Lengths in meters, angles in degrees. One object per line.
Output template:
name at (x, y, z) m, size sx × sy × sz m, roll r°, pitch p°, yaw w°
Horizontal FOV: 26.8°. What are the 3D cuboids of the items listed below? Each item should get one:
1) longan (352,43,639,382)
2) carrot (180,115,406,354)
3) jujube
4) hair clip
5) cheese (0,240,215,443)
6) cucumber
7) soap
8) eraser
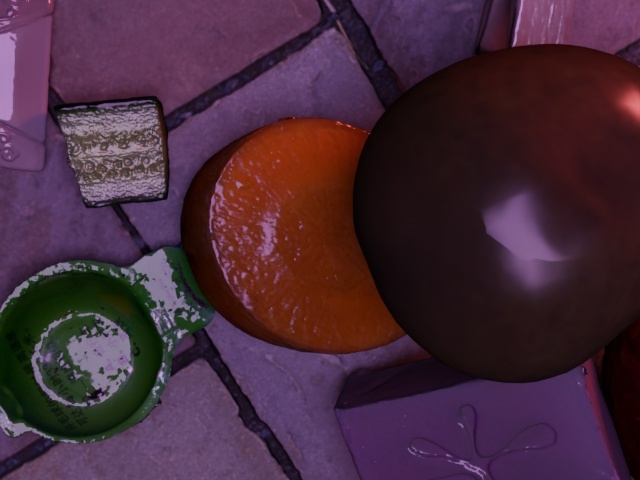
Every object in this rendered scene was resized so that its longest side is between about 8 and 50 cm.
longan at (0.212, -0.030, 1.341) m, size 0.361 × 0.361 × 0.360 m, roll -1°, pitch 101°, yaw -7°
carrot at (0.000, 0.000, 1.478) m, size 0.307 × 0.100 × 0.258 m, roll 24°, pitch 89°, yaw -22°
jujube at (0.410, 0.171, 1.518) m, size 0.197 × 0.197 × 0.290 m, roll -11°, pitch 117°, yaw -5°
hair clip at (0.247, -0.348, 1.449) m, size 0.085 × 0.101 × 0.330 m, roll 12°, pitch 97°, yaw -7°
cheese at (-0.223, 0.100, 1.477) m, size 0.320 × 0.083 × 0.204 m, roll -34°, pitch 102°, yaw -16°
cucumber at (-0.222, -0.100, 1.450) m, size 0.115 × 0.062 × 0.116 m, roll -6°, pitch 109°, yaw -4°
soap at (0.198, 0.262, 1.503) m, size 0.285 × 0.107 × 0.296 m, roll -17°, pitch 108°, yaw 18°
eraser at (-0.406, -0.177, 1.411) m, size 0.243 × 0.059 × 0.204 m, roll 2°, pitch 100°, yaw -12°
